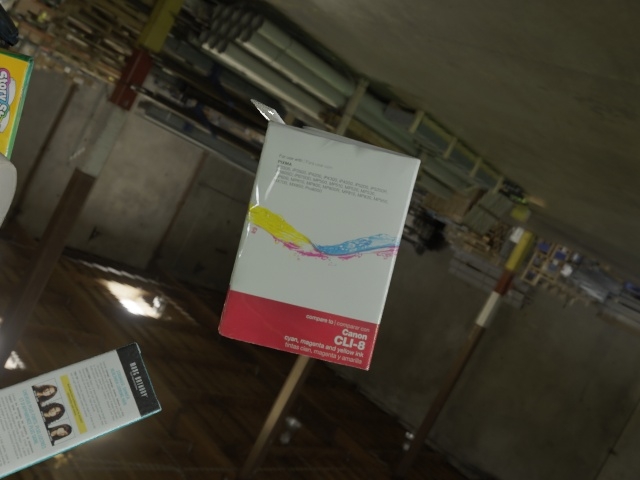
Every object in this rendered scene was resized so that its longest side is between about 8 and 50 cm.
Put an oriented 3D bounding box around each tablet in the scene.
[{"bbox_3d":[-0.090,-0.225,1.205,0.054,0.006,0.083,29,174,21],"label":"tablet"}]

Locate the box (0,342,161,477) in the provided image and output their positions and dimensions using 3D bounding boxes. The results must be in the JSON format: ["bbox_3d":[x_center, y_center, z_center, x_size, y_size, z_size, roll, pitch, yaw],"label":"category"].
[{"bbox_3d":[-0.339,0.221,0.858,0.244,0.100,0.060,-16,168,-36],"label":"box"}]

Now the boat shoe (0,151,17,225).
[{"bbox_3d":[-0.432,0.007,0.618,0.158,0.340,0.127,44,-164,2],"label":"boat shoe"}]

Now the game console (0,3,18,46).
[{"bbox_3d":[-0.681,-0.517,1.237,0.361,0.044,0.213,54,-175,8],"label":"game console"}]

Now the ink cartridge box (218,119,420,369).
[{"bbox_3d":[0.000,0.000,0.582,0.127,0.176,0.128,13,-176,0],"label":"ink cartridge box"}]

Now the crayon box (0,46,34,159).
[{"bbox_3d":[-0.500,-0.133,0.890,0.165,0.278,0.081,15,-170,-22],"label":"crayon box"}]
